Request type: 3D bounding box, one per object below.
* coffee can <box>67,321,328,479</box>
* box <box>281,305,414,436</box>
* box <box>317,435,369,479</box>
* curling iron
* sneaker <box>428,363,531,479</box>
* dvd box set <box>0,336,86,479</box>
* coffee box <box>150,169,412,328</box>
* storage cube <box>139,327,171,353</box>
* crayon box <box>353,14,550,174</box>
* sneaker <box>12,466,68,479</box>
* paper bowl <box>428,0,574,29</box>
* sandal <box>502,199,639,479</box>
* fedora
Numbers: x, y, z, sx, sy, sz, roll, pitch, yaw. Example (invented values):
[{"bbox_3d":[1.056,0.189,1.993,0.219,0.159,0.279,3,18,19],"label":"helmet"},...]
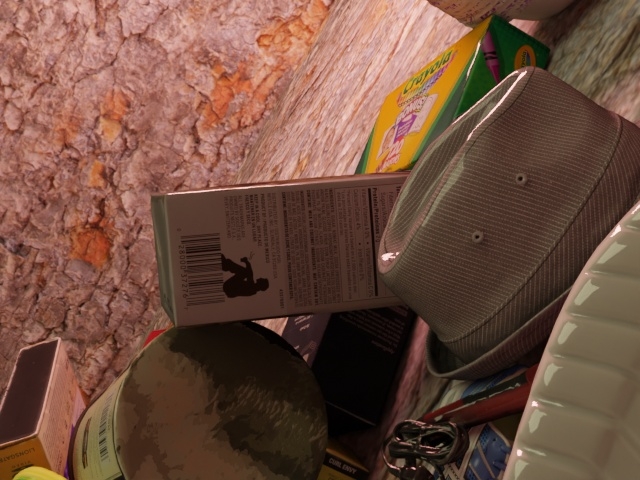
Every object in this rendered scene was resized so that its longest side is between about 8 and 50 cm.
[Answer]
[{"bbox_3d":[-0.135,0.207,0.970,0.275,0.201,0.201,-40,26,61],"label":"coffee can"},{"bbox_3d":[0.016,0.123,1.048,0.156,0.093,0.158,-36,29,62],"label":"box"},{"bbox_3d":[-0.036,0.309,0.954,0.232,0.058,0.087,-63,12,0],"label":"box"},{"bbox_3d":[0.152,0.099,0.592,0.274,0.035,0.068,-28,33,29],"label":"curling iron"},{"bbox_3d":[0.107,0.173,0.652,0.081,0.080,0.211,-49,20,49],"label":"sneaker"},{"bbox_3d":[-0.292,0.363,1.183,0.307,0.062,0.420,-125,19,-72],"label":"dvd box set"},{"bbox_3d":[0.000,0.000,0.893,0.168,0.297,0.119,-169,74,-75],"label":"coffee box"},{"bbox_3d":[-0.182,0.247,1.342,0.215,0.183,0.193,-66,16,-15],"label":"storage cube"},{"bbox_3d":[0.136,-0.125,1.104,0.165,0.081,0.278,-67,14,-18],"label":"crayon box"},{"bbox_3d":[-0.230,0.292,0.865,0.295,0.109,0.123,-5,35,52],"label":"sneaker"},{"bbox_3d":[0.237,-0.359,1.045,0.284,0.148,0.284,-55,15,24],"label":"paper bowl"},{"bbox_3d":[0.173,0.118,0.459,0.416,0.169,0.102,-61,-26,7],"label":"sandal"},{"bbox_3d":[0.139,-0.032,0.717,0.275,0.124,0.244,-51,7,10],"label":"fedora"}]
